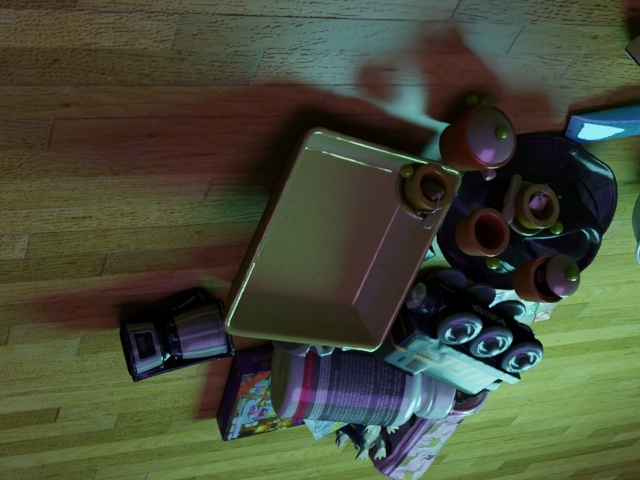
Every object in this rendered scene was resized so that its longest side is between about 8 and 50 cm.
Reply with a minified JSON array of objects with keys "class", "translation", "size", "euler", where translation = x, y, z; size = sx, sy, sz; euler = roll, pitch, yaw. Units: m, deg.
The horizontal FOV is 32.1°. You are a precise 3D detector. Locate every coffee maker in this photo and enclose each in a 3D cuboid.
[{"class":"coffee maker","translation":[-0.243,0.176,1.881],"size":[0.178,0.120,0.171],"euler":[-12,149,-12]}]

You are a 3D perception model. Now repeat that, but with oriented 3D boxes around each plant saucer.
[{"class":"plant saucer","translation":[0.021,-0.004,1.690],"size":[0.333,0.081,0.333],"euler":[11,109,-43]}]

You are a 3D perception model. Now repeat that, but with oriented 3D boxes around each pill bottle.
[{"class":"pill bottle","translation":[0.078,0.249,2.040],"size":[0.319,0.176,0.176],"euler":[7,143,-13]}]

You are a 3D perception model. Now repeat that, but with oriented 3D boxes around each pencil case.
[{"class":"pencil case","translation":[0.235,0.402,2.488],"size":[0.167,0.160,0.386],"euler":[0,145,-20]}]

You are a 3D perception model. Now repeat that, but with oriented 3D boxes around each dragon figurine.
[{"class":"dragon figurine","translation":[0.102,0.385,2.450],"size":[0.085,0.144,0.289],"euler":[-3,126,-23]}]

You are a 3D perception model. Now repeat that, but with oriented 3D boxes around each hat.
[{"class":"hat","translation":[0.361,-0.009,1.829],"size":[0.331,0.134,0.331],"euler":[-9,129,-11]}]

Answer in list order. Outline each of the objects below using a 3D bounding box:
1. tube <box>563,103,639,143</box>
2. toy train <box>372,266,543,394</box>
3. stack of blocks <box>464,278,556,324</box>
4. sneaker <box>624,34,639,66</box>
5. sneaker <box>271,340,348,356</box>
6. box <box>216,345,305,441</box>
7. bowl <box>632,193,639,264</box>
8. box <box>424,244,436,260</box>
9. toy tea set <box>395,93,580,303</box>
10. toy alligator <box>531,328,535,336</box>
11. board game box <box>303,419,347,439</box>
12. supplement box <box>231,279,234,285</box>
[{"class":"tube","translation":[0.497,-0.192,1.800],"size":[0.207,0.052,0.080],"euler":[-10,144,-7]},{"class":"toy train","translation":[0.235,0.167,1.905],"size":[0.334,0.142,0.190],"euler":[26,126,-39]},{"class":"stack of blocks","translation":[0.368,0.061,2.086],"size":[0.171,0.087,0.297],"euler":[-14,149,-10]},{"class":"sneaker","translation":[0.617,-0.294,1.646],"size":[0.323,0.130,0.236],"euler":[20,121,-42]},{"class":"sneaker","translation":[0.062,0.108,1.937],"size":[0.330,0.122,0.146],"euler":[-6,111,-50]},{"class":"box","translation":[-0.090,0.299,2.229],"size":[0.201,0.057,0.293],"euler":[-9,148,-19]},{"class":"bowl","translation":[0.679,-0.079,1.998],"size":[0.298,0.134,0.298],"euler":[-14,149,-9]},{"class":"box","translation":[0.120,0.015,1.925],"size":[0.116,0.029,0.162],"euler":[-29,150,15]},{"class":"toy tea set","translation":[0.280,-0.052,1.647],"size":[0.336,0.200,0.124],"euler":[39,157,-17]},{"class":"toy alligator","translation":[0.366,0.202,2.353],"size":[0.190,0.056,0.051],"euler":[-3,-173,-29]},{"class":"board game box","translation":[0.028,0.339,2.278],"size":[0.136,0.035,0.201],"euler":[-26,153,-2]},{"class":"supplement box","translation":[-0.108,0.096,1.851],"size":[0.036,0.098,0.062],"euler":[8,139,-39]}]
